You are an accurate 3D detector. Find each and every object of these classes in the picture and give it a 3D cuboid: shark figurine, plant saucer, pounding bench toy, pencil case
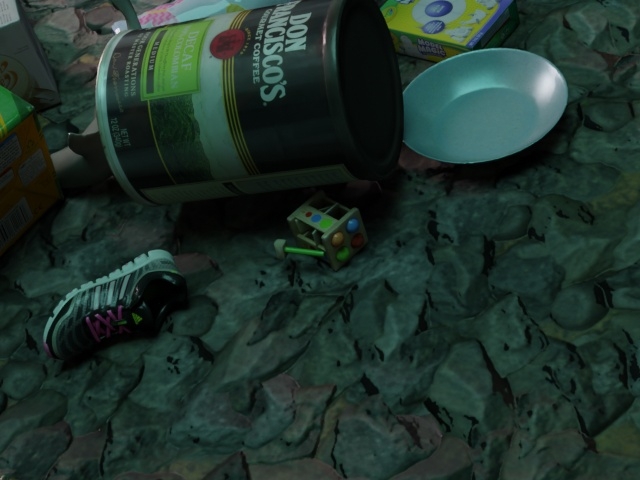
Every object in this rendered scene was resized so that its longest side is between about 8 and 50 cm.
[{"bbox_3d":[-0.248,-0.153,1.573,0.166,0.278,0.116,34,27,26],"label":"shark figurine"},{"bbox_3d":[0.181,-0.141,1.541,0.195,0.037,0.195,-10,44,10],"label":"plant saucer"},{"bbox_3d":[0.000,0.000,1.454,0.083,0.052,0.065,-42,48,-22],"label":"pounding bench toy"},{"bbox_3d":[-0.127,-0.277,1.738,0.273,0.113,0.124,-28,35,-9],"label":"pencil case"}]

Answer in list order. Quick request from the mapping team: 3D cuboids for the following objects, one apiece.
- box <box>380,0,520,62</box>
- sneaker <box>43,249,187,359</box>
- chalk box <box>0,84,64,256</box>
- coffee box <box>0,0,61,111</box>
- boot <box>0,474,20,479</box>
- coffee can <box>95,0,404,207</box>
[{"bbox_3d":[0.140,-0.269,1.684,0.179,0.043,0.105,17,54,35],"label":"box"},{"bbox_3d":[-0.210,0.074,1.447,0.170,0.063,0.075,-33,38,-21],"label":"sneaker"},{"bbox_3d":[-0.474,-0.112,1.598,0.289,0.179,0.180,31,62,22],"label":"chalk box"},{"bbox_3d":[-0.479,-0.207,1.775,0.247,0.141,0.098,-22,42,-3],"label":"coffee box"},{"bbox_3d":[-0.399,0.313,1.252,0.264,0.096,0.280,0,46,21],"label":"boot"},{"bbox_3d":[-0.072,-0.148,1.481,0.275,0.201,0.201,-7,44,22],"label":"coffee can"}]
